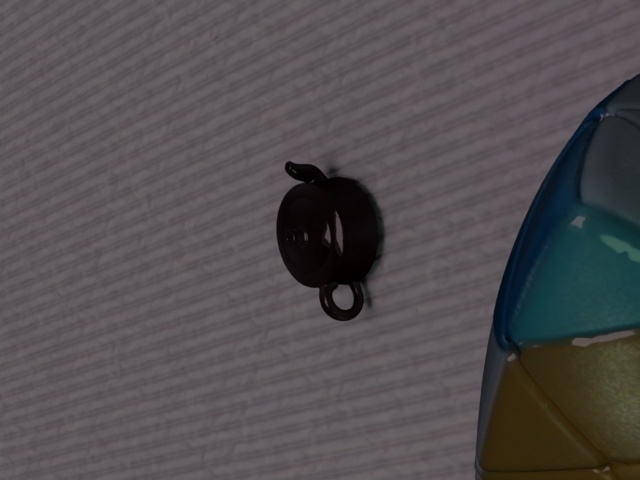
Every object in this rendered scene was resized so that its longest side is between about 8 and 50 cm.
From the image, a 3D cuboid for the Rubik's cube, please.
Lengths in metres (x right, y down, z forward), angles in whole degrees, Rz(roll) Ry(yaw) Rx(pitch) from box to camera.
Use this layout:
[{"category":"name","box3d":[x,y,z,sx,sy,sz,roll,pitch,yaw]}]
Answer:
[{"category":"Rubik's cube","box3d":[0.148,0.036,0.842,0.254,0.254,0.254,14,108,51]}]

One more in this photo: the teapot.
[{"category":"teapot","box3d":[0.000,0.000,1.132,0.068,0.045,0.100,-28,74,53]}]
